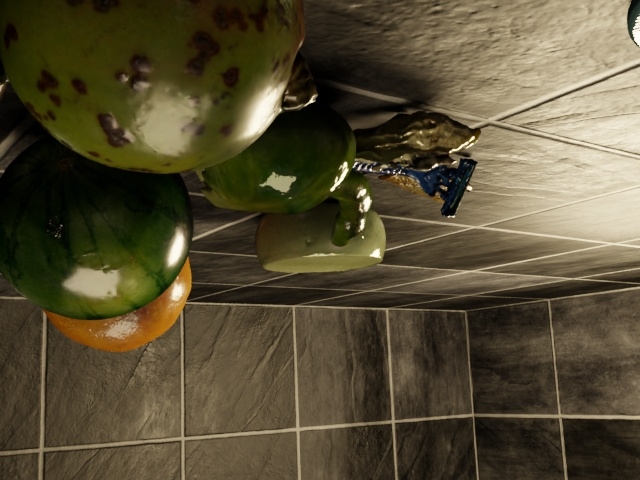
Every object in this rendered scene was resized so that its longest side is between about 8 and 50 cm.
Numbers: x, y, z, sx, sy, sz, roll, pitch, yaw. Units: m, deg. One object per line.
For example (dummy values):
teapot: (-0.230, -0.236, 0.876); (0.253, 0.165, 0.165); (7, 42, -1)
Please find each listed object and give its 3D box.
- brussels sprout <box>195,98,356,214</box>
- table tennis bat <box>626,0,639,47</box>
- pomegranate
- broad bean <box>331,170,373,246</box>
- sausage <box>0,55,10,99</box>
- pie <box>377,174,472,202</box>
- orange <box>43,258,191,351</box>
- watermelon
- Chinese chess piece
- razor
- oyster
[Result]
brussels sprout: (-0.053, -0.099, 0.841); (0.181, 0.143, 0.161); (-17, -159, 14)
table tennis bat: (0.403, -0.196, 0.673); (0.215, 0.044, 0.329); (-12, 163, 38)
pomegranate: (-0.122, -0.150, 0.487); (0.246, 0.198, 0.198); (32, -174, 27)
broad bean: (0.014, -0.062, 1.195); (0.144, 0.049, 0.292); (-28, 153, 21)
sausage: (-0.387, -0.130, 0.654); (0.318, 0.117, 0.125); (-6, -176, 11)
pie: (0.182, -0.089, 1.219); (0.170, 0.034, 0.092); (15, 162, -41)
orange: (-0.355, 0.063, 1.311); (0.261, 0.260, 0.261); (-2, 169, 0)
watermelon: (-0.277, -0.021, 0.931); (0.243, 0.242, 0.242); (-2, 169, 0)
Chinese chess piece: (0.000, 0.000, 1.457); (0.251, 0.101, 0.250); (-2, 169, 0)
razor: (0.073, -0.104, 1.073); (0.324, 0.093, 0.056); (8, -159, -31)
oyster: (0.075, -0.118, 0.936); (0.209, 0.071, 0.133); (1, -172, 38)
